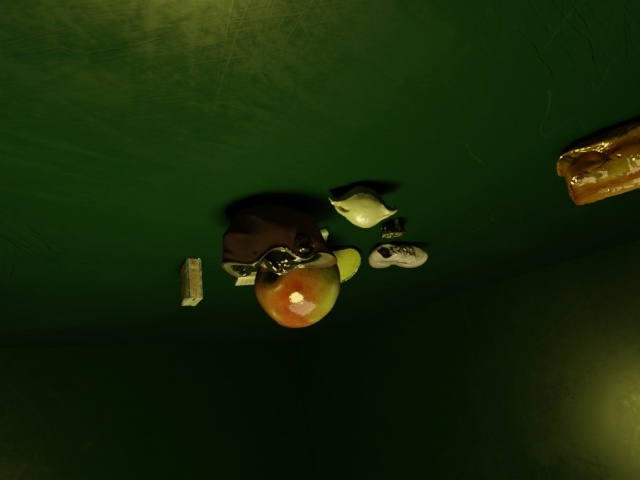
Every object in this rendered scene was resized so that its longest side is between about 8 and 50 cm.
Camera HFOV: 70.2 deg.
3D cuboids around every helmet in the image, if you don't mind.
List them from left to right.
[{"bbox_3d":[-0.127,-0.006,1.340,0.338,0.197,0.271,-6,167,-18],"label":"helmet"}]

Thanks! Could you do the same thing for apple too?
[{"bbox_3d":[-0.089,0.150,1.635,0.319,0.319,0.277,-24,128,34],"label":"apple"}]

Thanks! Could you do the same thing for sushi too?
[{"bbox_3d":[0.257,-0.038,1.646,0.084,0.056,0.083,-12,168,3],"label":"sushi"}]

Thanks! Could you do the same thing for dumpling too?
[{"bbox_3d":[0.122,-0.105,1.342,0.111,0.181,0.155,-52,-178,11],"label":"dumpling"}]

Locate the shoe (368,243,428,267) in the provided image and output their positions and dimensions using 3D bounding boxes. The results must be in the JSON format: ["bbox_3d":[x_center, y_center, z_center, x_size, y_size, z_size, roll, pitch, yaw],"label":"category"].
[{"bbox_3d":[0.323,0.056,1.876,0.245,0.095,0.137,-3,163,1],"label":"shoe"}]

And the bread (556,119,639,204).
[{"bbox_3d":[0.838,-0.232,1.246,0.344,0.149,0.195,-19,147,27],"label":"bread"}]

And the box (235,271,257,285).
[{"bbox_3d":[-0.255,0.161,1.983,0.220,0.032,0.122,-3,159,-18],"label":"box"}]

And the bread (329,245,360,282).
[{"bbox_3d":[0.059,0.105,1.862,0.228,0.033,0.228,-13,136,-13],"label":"bread"}]

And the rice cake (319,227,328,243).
[{"bbox_3d":[0.000,0.000,1.659,0.042,0.030,0.180,-12,161,-9],"label":"rice cake"}]

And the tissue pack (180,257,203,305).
[{"bbox_3d":[-0.475,0.155,1.681,0.065,0.155,0.115,4,157,-30],"label":"tissue pack"}]
